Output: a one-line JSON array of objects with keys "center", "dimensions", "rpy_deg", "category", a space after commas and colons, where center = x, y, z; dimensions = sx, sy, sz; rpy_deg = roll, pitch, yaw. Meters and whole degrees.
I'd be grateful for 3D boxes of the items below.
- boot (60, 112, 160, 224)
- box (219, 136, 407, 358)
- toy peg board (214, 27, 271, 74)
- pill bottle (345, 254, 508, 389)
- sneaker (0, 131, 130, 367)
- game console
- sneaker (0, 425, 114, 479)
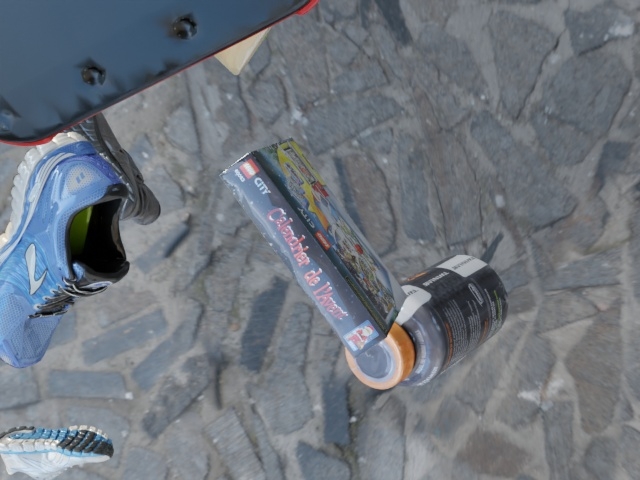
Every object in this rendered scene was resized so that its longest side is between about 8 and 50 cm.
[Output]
[{"center": [-0.422, -0.176, 1.630], "dimensions": [0.118, 0.223, 0.338], "rpy_deg": [-23, 90, 3], "category": "boot"}, {"center": [0.000, 0.000, 0.953], "dimensions": [0.044, 0.159, 0.233], "rpy_deg": [-36, 92, 18], "category": "box"}, {"center": [-0.154, -0.422, 1.621], "dimensions": [0.161, 0.079, 0.161], "rpy_deg": [44, 124, 5], "category": "toy peg board"}, {"center": [0.136, 0.110, 1.153], "dimensions": [0.131, 0.246, 0.130], "rpy_deg": [13, 113, 35], "category": "pill bottle"}, {"center": [-0.330, 0.038, 1.095], "dimensions": [0.147, 0.130, 0.329], "rpy_deg": [36, 118, 21], "category": "sneaker"}, {"center": [-0.209, -0.259, 0.663], "dimensions": [0.387, 0.060, 0.342], "rpy_deg": [-21, 123, 22], "category": "game console"}, {"center": [-0.414, 0.342, 1.387], "dimensions": [0.191, 0.071, 0.082], "rpy_deg": [0, 108, 12], "category": "sneaker"}]
